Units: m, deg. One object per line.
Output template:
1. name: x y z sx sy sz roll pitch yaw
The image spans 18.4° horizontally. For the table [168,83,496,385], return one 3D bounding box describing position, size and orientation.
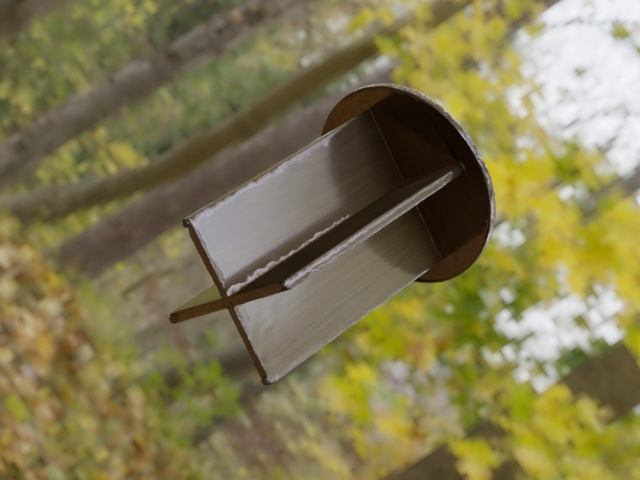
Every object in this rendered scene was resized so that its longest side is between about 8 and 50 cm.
1. table: 0.000 0.000 1.474 0.167 0.226 0.167 21 -53 32
